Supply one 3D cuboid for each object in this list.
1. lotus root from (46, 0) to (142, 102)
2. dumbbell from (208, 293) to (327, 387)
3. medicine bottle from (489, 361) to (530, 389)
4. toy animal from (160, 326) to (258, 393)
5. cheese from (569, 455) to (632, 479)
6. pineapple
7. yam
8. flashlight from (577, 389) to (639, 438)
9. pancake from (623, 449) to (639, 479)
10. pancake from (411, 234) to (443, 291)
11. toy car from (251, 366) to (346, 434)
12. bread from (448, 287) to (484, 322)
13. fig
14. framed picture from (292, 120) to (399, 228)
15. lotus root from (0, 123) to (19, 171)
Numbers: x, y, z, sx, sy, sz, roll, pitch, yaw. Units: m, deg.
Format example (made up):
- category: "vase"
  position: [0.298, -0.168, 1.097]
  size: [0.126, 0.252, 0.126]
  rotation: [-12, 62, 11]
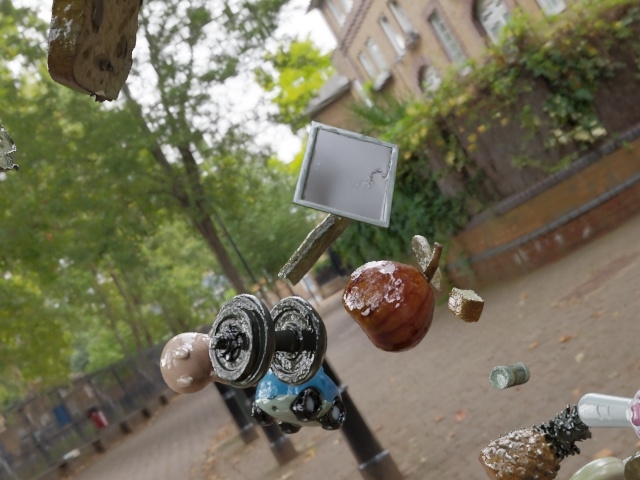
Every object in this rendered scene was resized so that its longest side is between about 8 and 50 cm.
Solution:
- category: "lotus root"
  position: [-0.498, -0.482, 1.935]
  size: [0.391, 0.111, 0.375]
  rotation: [98, -177, -47]
- category: "dumbbell"
  position: [-0.107, 0.209, 1.821]
  size: [0.289, 0.192, 0.192]
  rotation: [6, -28, -43]
- category: "medicine bottle"
  position: [0.379, 0.270, 1.752]
  size: [0.083, 0.047, 0.047]
  rotation: [-1, -24, -47]
- category: "toy animal"
  position: [-0.257, 0.279, 2.048]
  size: [0.250, 0.167, 0.154]
  rotation: [-5, 3, -40]
- category: "cheese"
  position: [0.678, 0.543, 2.034]
  size: [0.227, 0.064, 0.137]
  rotation: [-31, -46, -2]
- category: "pineapple"
  position: [0.495, 0.458, 1.949]
  size: [0.278, 0.158, 0.158]
  rotation: [-34, -2, -6]
- category: "yam"
  position: [0.000, 0.000, 2.513]
  size: [0.317, 0.071, 0.067]
  rotation: [-50, 25, -9]
- category: "flashlight"
  position: [0.522, 0.298, 1.524]
  size: [0.047, 0.093, 0.200]
  rotation: [6, -8, -26]
- category: "pancake"
  position: [0.432, 0.338, 0.989]
  size: [0.042, 0.236, 0.222]
  rotation: [-20, 0, -28]
- category: "pancake"
  position: [0.261, 0.057, 2.124]
  size: [0.025, 0.152, 0.151]
  rotation: [-22, -4, -7]
- category: "toy car"
  position: [-0.054, 0.398, 2.291]
  size: [0.188, 0.190, 0.255]
  rotation: [-14, -30, 33]
- category: "bread"
  position: [0.383, 0.172, 2.335]
  size: [0.076, 0.070, 0.083]
  rotation: [8, 16, -30]
- category: "fig"
  position: [0.093, 0.072, 1.167]
  size: [0.128, 0.128, 0.150]
  rotation: [144, 146, -67]
- category: "framed picture"
  position: [0.061, -0.147, 1.948]
  size: [0.016, 0.216, 0.273]
  rotation: [108, 176, -48]
- category: "lotus root"
  position: [-0.608, -0.184, 1.490]
  size: [0.078, 0.204, 0.183]
  rotation: [-35, 3, 7]
